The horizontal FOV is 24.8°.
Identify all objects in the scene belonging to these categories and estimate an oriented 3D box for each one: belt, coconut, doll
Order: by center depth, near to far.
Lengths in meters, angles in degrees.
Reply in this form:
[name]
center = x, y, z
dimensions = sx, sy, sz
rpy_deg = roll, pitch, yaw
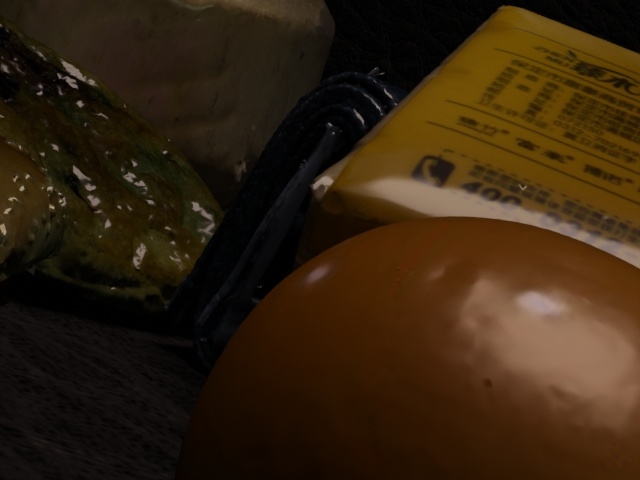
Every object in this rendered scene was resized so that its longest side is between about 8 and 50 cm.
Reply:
[doll]
center = 0.042, 0.101, 0.456
dimensions = 0.213, 0.213, 0.236
rpy_deg = 26, 22, 15
[belt]
center = 0.001, 0.000, 0.914
dimensions = 0.122, 0.218, 0.128
rpy_deg = 39, 13, 33
[coconut]
center = -0.161, -0.192, 1.309
dimensions = 0.353, 0.352, 0.352
rpy_deg = 23, 7, -3

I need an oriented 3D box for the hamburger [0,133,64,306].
[hamburger]
center = -0.231, -0.014, 0.663
dimensions = 0.215, 0.122, 0.189
rpy_deg = 22, 9, 1

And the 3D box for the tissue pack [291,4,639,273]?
[tissue pack]
center = 0.190, 0.076, 0.696
dimensions = 0.382, 0.228, 0.293
rpy_deg = 26, 35, 12

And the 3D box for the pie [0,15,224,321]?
[pie]
center = -0.194, -0.072, 1.012
dimensions = 0.323, 0.070, 0.323
rpy_deg = 38, 20, -16
